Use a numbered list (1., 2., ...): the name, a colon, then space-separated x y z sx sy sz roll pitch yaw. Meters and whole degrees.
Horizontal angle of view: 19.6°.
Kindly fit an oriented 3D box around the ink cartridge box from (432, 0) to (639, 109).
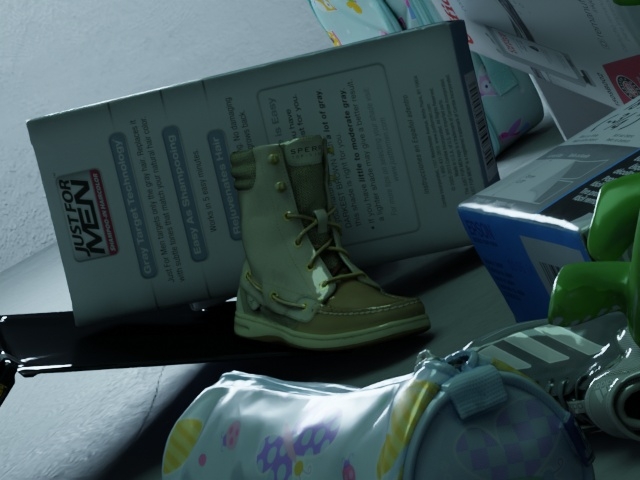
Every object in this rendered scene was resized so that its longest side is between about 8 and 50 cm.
1. ink cartridge box: 0.199 -0.224 1.508 0.117 0.207 0.283 -48 42 -12

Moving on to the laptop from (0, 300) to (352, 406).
1. laptop: -0.215 0.184 1.606 0.408 0.236 0.382 -58 13 -3

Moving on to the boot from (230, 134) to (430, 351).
1. boot: 0.000 0.000 1.445 0.077 0.165 0.213 -6 5 -37

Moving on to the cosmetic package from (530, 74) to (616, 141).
1. cosmetic package: 0.296 -0.222 1.827 0.197 0.155 0.365 -27 10 13

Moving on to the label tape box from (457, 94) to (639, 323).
1. label tape box: 0.280 -0.055 1.181 0.334 0.106 0.240 -31 11 -9

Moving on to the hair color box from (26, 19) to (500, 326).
1. hair color box: -0.043 -0.058 1.585 0.374 0.185 0.113 -12 5 12

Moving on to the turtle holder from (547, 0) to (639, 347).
1. turtle holder: 0.254 -0.047 0.912 0.227 0.243 0.320 12 0 13

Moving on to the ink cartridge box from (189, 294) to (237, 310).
1. ink cartridge box: -0.035 -0.033 1.794 0.198 0.114 0.273 -21 5 8

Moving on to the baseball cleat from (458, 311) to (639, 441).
1. baseball cleat: 0.136 0.079 1.003 0.206 0.072 0.109 -27 13 23

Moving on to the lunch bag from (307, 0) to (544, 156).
1. lunch bag: 0.105 -0.211 1.941 0.108 0.279 0.224 -36 14 -18

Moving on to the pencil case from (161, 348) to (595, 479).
1. pencil case: 0.018 0.124 0.955 0.113 0.124 0.273 -35 11 -28
